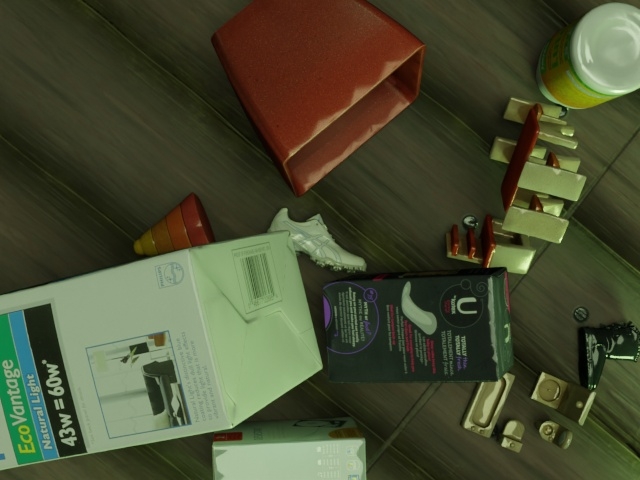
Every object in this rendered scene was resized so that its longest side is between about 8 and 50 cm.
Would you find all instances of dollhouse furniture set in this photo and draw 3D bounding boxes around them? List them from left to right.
[{"bbox_3d":[0.300,-0.080,1.544,0.135,0.262,0.259,13,121,-3],"label":"dollhouse furniture set"},{"bbox_3d":[0.338,0.278,1.600,0.151,0.123,0.144,23,88,-4],"label":"dollhouse furniture set"}]

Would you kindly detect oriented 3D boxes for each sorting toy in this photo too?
[{"bbox_3d":[-0.202,0.113,1.558,0.126,0.127,0.365,-17,91,0],"label":"sorting toy"}]

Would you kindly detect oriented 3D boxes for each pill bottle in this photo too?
[{"bbox_3d":[0.426,-0.283,1.543,0.137,0.246,0.136,0,90,-5],"label":"pill bottle"}]

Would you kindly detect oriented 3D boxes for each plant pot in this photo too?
[{"bbox_3d":[-0.019,-0.260,1.513,0.267,0.267,0.235,-41,82,-3],"label":"plant pot"}]

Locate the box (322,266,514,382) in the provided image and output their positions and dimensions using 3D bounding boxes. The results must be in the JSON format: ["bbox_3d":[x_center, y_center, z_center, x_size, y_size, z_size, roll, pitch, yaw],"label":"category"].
[{"bbox_3d":[0.155,0.132,1.528,0.271,0.143,0.165,-3,92,21],"label":"box"}]

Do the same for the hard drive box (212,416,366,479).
[{"bbox_3d":[-0.052,0.343,1.542,0.232,0.181,0.089,-2,90,-5],"label":"hard drive box"}]

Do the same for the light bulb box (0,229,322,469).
[{"bbox_3d":[-0.237,0.140,1.338,0.361,0.358,0.225,-13,90,18],"label":"light bulb box"}]

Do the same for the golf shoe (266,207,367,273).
[{"bbox_3d":[0.000,0.000,1.603,0.176,0.069,0.086,19,83,-6],"label":"golf shoe"}]

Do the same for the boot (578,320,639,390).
[{"bbox_3d":[0.492,0.197,1.654,0.099,0.045,0.121,-1,90,-8],"label":"boot"}]
